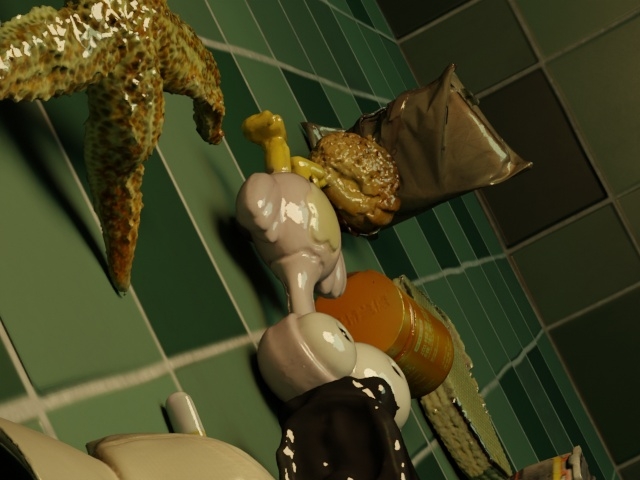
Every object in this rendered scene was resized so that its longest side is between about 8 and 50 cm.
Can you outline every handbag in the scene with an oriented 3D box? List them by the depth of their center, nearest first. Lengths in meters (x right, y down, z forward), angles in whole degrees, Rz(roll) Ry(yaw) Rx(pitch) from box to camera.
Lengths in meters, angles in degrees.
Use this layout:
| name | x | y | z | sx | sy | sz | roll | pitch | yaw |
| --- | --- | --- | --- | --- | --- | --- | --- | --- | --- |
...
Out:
| name | x | y | z | sx | sy | sz | roll | pitch | yaw |
| --- | --- | --- | --- | --- | --- | --- | --- | --- | --- |
| handbag | 0.105 | -0.108 | 2.090 | 0.182 | 0.270 | 0.117 | 51 | 44 | -18 |

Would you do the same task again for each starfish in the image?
| name | x | y | z | sx | sy | sz | roll | pitch | yaw |
| --- | --- | --- | --- | --- | --- | --- | --- | --- | --- |
| starfish | -0.148 | -0.127 | 1.133 | 0.358 | 0.078 | 0.347 | -54 | 136 | -56 |

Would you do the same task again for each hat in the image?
| name | x | y | z | sx | sy | sz | roll | pitch | yaw |
| --- | --- | --- | --- | --- | --- | --- | --- | --- | --- |
| hat | -0.071 | 0.151 | 0.864 | 0.226 | 0.164 | 0.219 | 86 | -16 | -59 |

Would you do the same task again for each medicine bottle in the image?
| name | x | y | z | sx | sy | sz | roll | pitch | yaw |
| --- | --- | --- | --- | --- | --- | --- | --- | --- | --- |
| medicine bottle | 0.064 | 0.096 | 1.729 | 0.096 | 0.096 | 0.192 | 67 | 11 | 22 |

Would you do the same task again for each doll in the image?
| name | x | y | z | sx | sy | sz | roll | pitch | yaw |
| --- | --- | --- | --- | --- | --- | --- | --- | --- | --- |
| doll | -0.009 | 0.052 | 1.503 | 0.160 | 0.094 | 0.365 | 47 | 18 | -45 |

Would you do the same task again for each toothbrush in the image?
| name | x | y | z | sx | sy | sz | roll | pitch | yaw |
| --- | --- | --- | --- | --- | --- | --- | --- | --- | --- |
| toothbrush | -0.043 | 0.226 | 1.111 | 0.024 | 0.021 | 0.288 | 65 | 2 | -68 |

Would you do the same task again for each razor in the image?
| name | x | y | z | sx | sy | sz | roll | pitch | yaw |
| --- | --- | --- | --- | --- | --- | --- | --- | --- | --- |
| razor | 0.064 | 0.253 | 1.296 | 0.189 | 0.107 | 0.327 | -104 | 168 | -49 |

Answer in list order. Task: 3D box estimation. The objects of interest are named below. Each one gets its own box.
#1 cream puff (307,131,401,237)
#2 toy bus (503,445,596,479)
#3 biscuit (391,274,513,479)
| name | x | y | z | sx | sy | sz | roll | pitch | yaw |
| --- | --- | --- | --- | --- | --- | --- | --- | --- | --- |
| cream puff | 0.038 | -0.070 | 2.010 | 0.133 | 0.104 | 0.119 | 53 | 21 | -36 |
| toy bus | 0.200 | 0.296 | 1.321 | 0.092 | 0.106 | 0.268 | -55 | 126 | -76 |
| biscuit | 0.148 | 0.172 | 2.056 | 0.150 | 0.052 | 0.252 | 41 | 22 | -54 |
